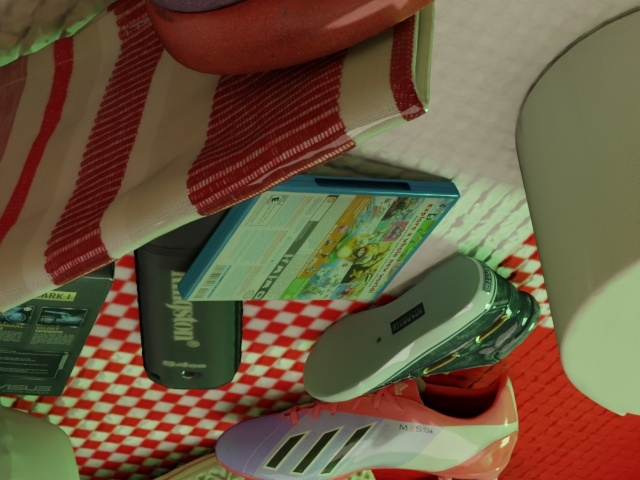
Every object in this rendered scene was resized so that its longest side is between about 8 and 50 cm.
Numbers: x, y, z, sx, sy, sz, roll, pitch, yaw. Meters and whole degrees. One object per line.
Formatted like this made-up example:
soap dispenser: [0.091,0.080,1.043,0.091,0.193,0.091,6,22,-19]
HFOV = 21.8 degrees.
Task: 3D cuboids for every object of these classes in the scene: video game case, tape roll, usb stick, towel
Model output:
video game case: [0.000,0.000,1.115,0.166,0.015,0.119,1,140,-37]
tape roll: [0.256,-0.017,1.045,0.246,0.169,0.246,-5,147,-3]
usb stick: [-0.091,0.024,1.154,0.077,0.045,0.278,-4,146,-6]
towel: [-0.091,-0.071,0.848,0.329,0.237,0.037,-24,123,22]

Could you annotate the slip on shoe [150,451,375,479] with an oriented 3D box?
slip on shoe: [-0.112,0.249,1.446,0.331,0.123,0.101,-18,-175,2]

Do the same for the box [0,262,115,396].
box: [-0.270,0.036,1.119,0.233,0.059,0.183,5,149,-18]

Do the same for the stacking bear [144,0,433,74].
stacking bear: [-0.081,-0.220,0.709,0.164,0.175,0.289,-27,132,15]

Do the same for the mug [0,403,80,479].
mug: [-0.354,0.248,1.278,0.328,0.276,0.374,-6,177,-14]

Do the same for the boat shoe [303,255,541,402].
boat shoe: [0.076,0.081,1.250,0.183,0.065,0.083,-32,138,31]

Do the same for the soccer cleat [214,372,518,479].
soccer cleat: [0.038,0.150,1.352,0.248,0.083,0.095,1,116,-3]
